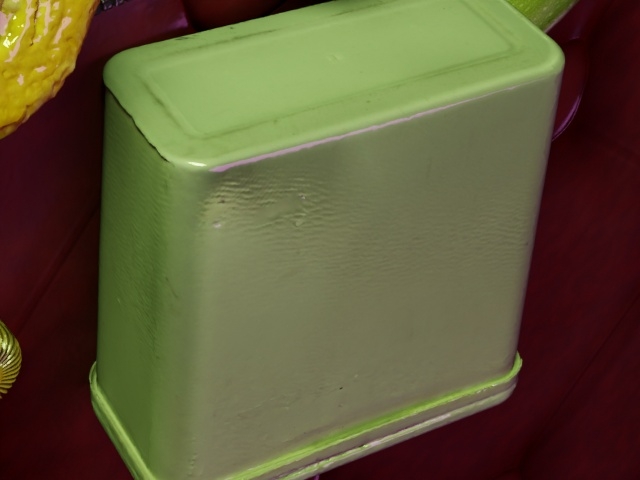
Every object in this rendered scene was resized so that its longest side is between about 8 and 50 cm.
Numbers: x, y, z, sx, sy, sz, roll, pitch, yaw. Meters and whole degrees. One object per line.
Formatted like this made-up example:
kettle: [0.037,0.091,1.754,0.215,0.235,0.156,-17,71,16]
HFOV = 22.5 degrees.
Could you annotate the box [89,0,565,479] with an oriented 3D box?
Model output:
box: [0.000,0.000,1.262,0.351,0.177,0.344,-17,133,-25]

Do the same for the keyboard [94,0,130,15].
keyboard: [-0.198,-0.157,1.035,0.231,0.023,0.072,-28,139,-31]

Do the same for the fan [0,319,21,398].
fan: [-0.290,0.115,1.188,0.155,0.039,0.082,-35,146,-22]

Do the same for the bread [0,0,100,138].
bread: [-0.222,-0.153,0.906,0.236,0.120,0.198,9,104,-51]

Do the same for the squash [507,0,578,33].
squash: [0.150,-0.181,1.399,0.239,0.069,0.069,-43,148,-13]
